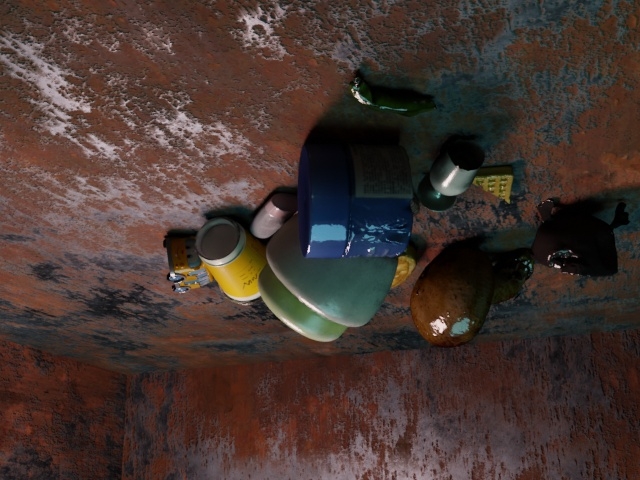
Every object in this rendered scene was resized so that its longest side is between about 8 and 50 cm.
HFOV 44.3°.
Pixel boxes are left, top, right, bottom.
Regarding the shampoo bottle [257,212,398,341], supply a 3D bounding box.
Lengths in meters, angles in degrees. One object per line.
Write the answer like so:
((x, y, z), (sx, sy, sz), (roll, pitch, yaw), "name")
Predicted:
((0.024, 0.069, 1.973), (0.317, 0.322, 0.322), (-49, 141, 16), "shampoo bottle")

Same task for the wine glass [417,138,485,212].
((0.292, -0.147, 1.756), (0.103, 0.103, 0.222), (2, 160, -10), "wine glass")

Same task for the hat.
((0.697, -0.017, 2.119), (0.238, 0.208, 0.336), (13, -175, 21), "hat")

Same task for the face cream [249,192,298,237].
((-0.122, -0.064, 2.023), (0.084, 0.057, 0.198), (5, 158, -24), "face cream")

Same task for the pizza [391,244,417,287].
((0.215, 0.077, 2.407), (0.258, 0.087, 0.268), (-22, 154, 35), "pizza")

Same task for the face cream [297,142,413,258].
((0.072, -0.085, 1.686), (0.225, 0.248, 0.249), (-1, 161, -6), "face cream")

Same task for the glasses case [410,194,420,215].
((0.197, -0.097, 1.961), (0.073, 0.049, 0.194), (-10, 159, 23), "glasses case")

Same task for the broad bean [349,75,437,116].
((0.128, -0.265, 1.488), (0.195, 0.046, 0.061), (13, 158, -32), "broad bean")

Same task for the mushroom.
((0.443, 0.178, 2.399), (0.356, 0.334, 0.331), (24, 150, -31), "mushroom")

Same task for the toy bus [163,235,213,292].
((-0.375, 0.064, 2.273), (0.136, 0.126, 0.209), (-9, 161, -5), "toy bus")

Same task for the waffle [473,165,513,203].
((0.406, -0.127, 1.916), (0.125, 0.032, 0.191), (-5, 159, 6), "waffle")

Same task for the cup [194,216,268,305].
((-0.232, 0.054, 2.179), (0.197, 0.196, 0.279), (-7, 153, 16), "cup")
